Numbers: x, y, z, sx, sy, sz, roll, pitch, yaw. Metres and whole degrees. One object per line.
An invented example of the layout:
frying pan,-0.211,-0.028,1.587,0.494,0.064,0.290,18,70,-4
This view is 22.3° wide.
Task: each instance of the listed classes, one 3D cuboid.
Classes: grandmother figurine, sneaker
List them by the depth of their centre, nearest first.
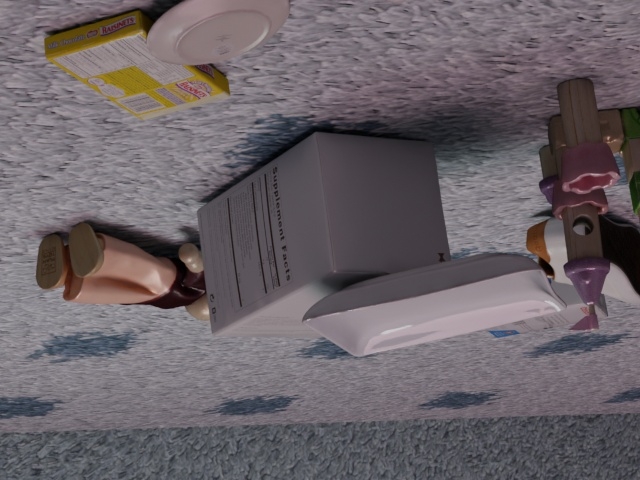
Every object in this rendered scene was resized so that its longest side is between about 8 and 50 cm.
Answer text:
grandmother figurine,-0.235,0.058,2.253,0.208,0.104,0.342,-8,163,39
sneaker,0.395,0.023,2.387,0.123,0.106,0.290,-9,155,32

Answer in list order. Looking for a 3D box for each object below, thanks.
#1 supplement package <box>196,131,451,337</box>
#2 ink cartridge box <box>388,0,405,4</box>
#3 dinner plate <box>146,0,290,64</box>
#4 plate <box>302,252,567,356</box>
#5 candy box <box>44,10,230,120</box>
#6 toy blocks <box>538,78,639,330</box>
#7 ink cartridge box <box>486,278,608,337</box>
supplement package,0.000,0.000,1.995,0.177,0.175,0.293,3,161,-34
ink cartridge box,0.026,-0.293,0.973,0.197,0.198,0.270,-20,158,37
dinner plate,-0.094,-0.197,1.531,0.141,0.017,0.141,-15,162,-5
plate,0.138,0.071,1.913,0.277,0.045,0.278,-13,165,12
candy box,-0.178,-0.170,1.614,0.105,0.027,0.206,-15,162,17
toy blocks,0.409,-0.028,1.911,0.288,0.260,0.309,-6,164,-3
ink cartridge box,0.354,0.094,2.620,0.190,0.082,0.139,-13,163,17
